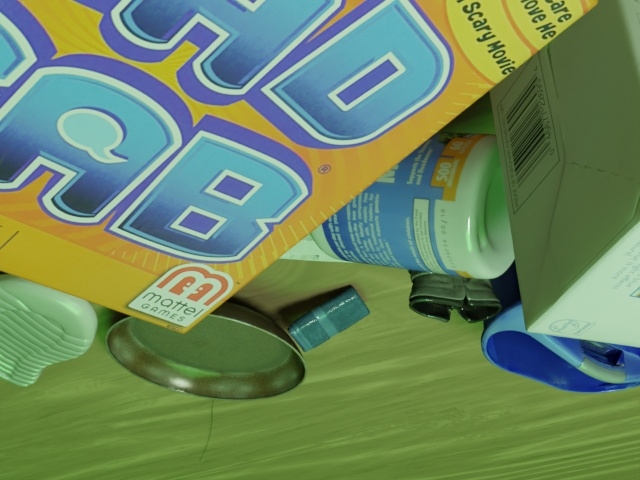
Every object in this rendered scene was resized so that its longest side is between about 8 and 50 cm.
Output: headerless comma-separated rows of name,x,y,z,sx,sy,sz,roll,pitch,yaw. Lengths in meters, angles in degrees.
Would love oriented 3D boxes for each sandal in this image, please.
sandal,-0.423,0.106,1.335,0.169,0.102,0.416,32,147,-19

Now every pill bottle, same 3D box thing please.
pill bottle,0.077,-0.047,1.036,0.272,0.152,0.152,7,154,34

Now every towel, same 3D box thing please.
towel,0.011,0.116,1.396,0.119,0.029,0.067,-31,138,0

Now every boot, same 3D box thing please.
boot,0.115,0.015,1.174,0.246,0.161,0.083,11,143,-19

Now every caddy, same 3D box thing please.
caddy,0.378,0.116,1.325,0.341,0.179,0.241,21,138,-30

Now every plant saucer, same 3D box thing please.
plant saucer,-0.172,0.164,1.439,0.310,0.050,0.310,5,148,3

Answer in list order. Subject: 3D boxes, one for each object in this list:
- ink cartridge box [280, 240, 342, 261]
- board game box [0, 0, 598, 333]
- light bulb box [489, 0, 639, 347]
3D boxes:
ink cartridge box,0.000,0.000,1.262,0.115,0.029,0.063,3,145,-7
board game box,-0.129,-0.222,0.572,0.356,0.356,0.356,-38,139,25
light bulb box,0.376,-0.094,0.865,0.361,0.358,0.225,10,146,-14
